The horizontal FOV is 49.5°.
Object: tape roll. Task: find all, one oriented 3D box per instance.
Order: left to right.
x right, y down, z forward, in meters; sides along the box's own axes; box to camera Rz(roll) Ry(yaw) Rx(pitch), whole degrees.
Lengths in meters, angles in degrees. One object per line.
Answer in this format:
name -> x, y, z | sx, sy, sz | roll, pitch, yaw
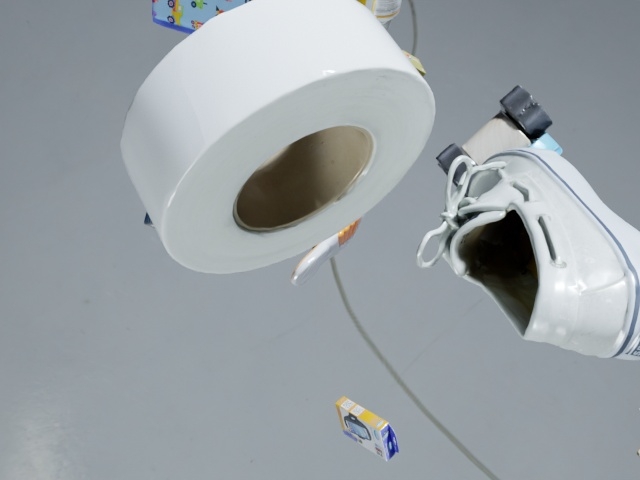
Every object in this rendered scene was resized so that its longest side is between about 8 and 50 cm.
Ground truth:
tape roll -> -0.036, -0.089, 0.659 | 0.286, 0.286, 0.100 | -29, 67, -7

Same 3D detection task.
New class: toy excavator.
toy excavator -> 0.482, -0.072, 1.517 | 0.222, 0.433, 0.445 | -41, 83, 11

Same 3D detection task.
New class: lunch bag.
lunch bag -> -0.197, -0.495, 1.299 | 0.293, 0.138, 0.221 | 14, 119, 6

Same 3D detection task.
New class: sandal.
sandal -> 0.003, -0.007, 1.423 | 0.076, 0.102, 0.265 | 37, 42, 12

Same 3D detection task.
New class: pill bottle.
pill bottle -> 0.145, -0.615, 1.680 | 0.117, 0.215, 0.117 | 3, 53, -5

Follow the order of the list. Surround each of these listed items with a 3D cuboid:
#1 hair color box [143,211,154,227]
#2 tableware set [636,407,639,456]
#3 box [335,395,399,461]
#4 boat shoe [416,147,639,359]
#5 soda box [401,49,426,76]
hair color box -> -0.222, -0.062, 1.507 | 0.173, 0.347, 0.105 | 21, 76, -38
tableware set -> 0.443, 0.272, 0.829 | 0.169, 0.141, 0.020 | 47, 118, 15
box -> 0.088, 0.352, 1.290 | 0.028, 0.136, 0.081 | -32, 123, -29
boat shoe -> 0.169, -0.004, 0.670 | 0.156, 0.367, 0.136 | 4, 115, -6
soda box -> 0.166, -0.365, 1.673 | 0.061, 0.181, 0.058 | 16, 42, -38
